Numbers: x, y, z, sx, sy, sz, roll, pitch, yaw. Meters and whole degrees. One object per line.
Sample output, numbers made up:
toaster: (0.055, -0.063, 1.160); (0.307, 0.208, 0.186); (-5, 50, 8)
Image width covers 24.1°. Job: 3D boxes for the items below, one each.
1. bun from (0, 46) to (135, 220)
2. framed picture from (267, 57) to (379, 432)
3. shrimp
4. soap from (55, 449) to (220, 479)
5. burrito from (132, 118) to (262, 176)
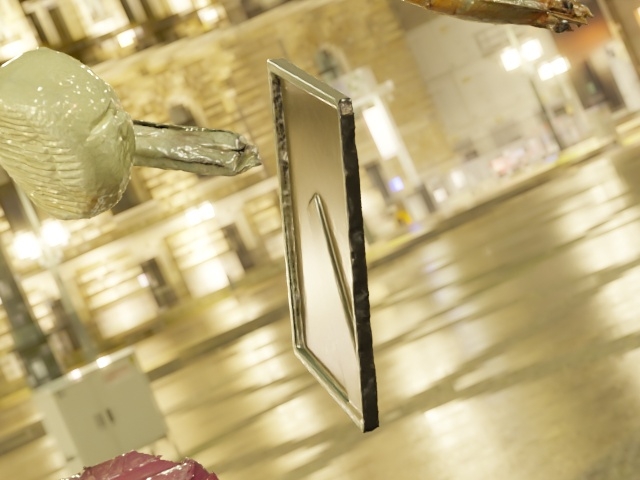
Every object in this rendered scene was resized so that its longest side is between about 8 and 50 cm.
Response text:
bun: (-0.251, -0.105, 1.454); (0.164, 0.188, 0.111); (8, 48, 37)
framed picture: (0.001, 0.000, 1.195); (0.018, 0.265, 0.192); (-10, 19, -15)
shrimp: (0.161, -0.278, 1.658); (0.287, 0.063, 0.152); (9, 15, -22)
soap: (-0.232, 0.342, 1.768); (0.289, 0.112, 0.182); (-26, 35, 20)
burrito: (-0.153, -0.099, 1.587); (0.188, 0.058, 0.045); (7, -25, 8)
